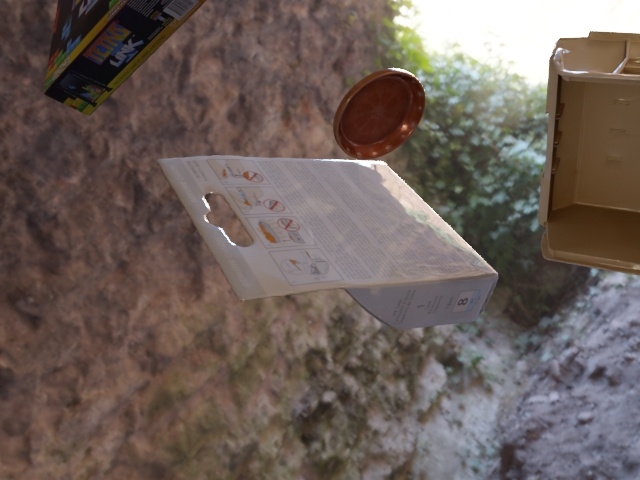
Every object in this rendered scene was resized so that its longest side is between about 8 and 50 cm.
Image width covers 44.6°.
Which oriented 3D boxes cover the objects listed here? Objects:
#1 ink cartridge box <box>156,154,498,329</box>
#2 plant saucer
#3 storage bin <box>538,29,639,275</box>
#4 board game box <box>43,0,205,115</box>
[{"bbox_3d":[0.000,0.000,1.055,0.384,0.308,0.091,-3,-53,-31],"label":"ink cartridge box"},{"bbox_3d":[0.047,-0.104,0.640,0.083,0.013,0.084,-20,-41,-18],"label":"plant saucer"},{"bbox_3d":[0.392,-0.096,0.913,0.123,0.260,0.262,-58,-31,-44],"label":"storage bin"},{"bbox_3d":[-0.162,-0.208,0.650,0.170,0.048,0.141,-32,50,35],"label":"board game box"}]
